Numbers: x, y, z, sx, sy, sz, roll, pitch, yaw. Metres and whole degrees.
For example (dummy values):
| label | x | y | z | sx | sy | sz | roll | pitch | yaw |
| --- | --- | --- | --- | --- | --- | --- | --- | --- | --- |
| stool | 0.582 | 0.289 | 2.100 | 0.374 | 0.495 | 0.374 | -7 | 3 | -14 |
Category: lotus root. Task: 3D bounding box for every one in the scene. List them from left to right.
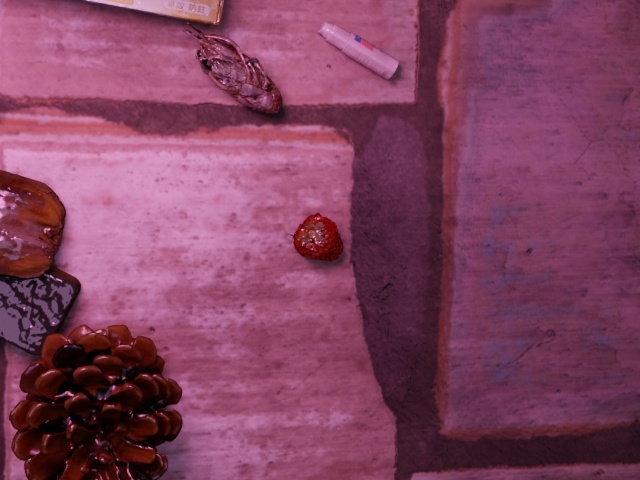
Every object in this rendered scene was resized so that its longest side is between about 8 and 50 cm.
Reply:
| label | x | y | z | sx | sy | sz | roll | pitch | yaw |
| --- | --- | --- | --- | --- | --- | --- | --- | --- | --- |
| lotus root | -0.508 | -0.053 | 1.523 | 0.329 | 0.078 | 0.167 | 11 | 60 | -18 |

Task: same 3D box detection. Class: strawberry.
| label | x | y | z | sx | sy | sz | roll | pitch | yaw |
| --- | --- | --- | --- | --- | --- | --- | --- | --- | --- |
| strawberry | 0.000 | 0.000 | 1.698 | 0.073 | 0.073 | 0.083 | -57 | 141 | -1 |

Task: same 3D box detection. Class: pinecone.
| label | x | y | z | sx | sy | sz | roll | pitch | yaw |
| --- | --- | --- | --- | --- | --- | --- | --- | --- | --- |
| pinecone | -0.316 | 0.255 | 1.561 | 0.264 | 0.264 | 0.264 | -2 | 98 | -13 |

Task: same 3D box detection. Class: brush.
| label | x | y | z | sx | sy | sz | roll | pitch | yaw |
| --- | --- | --- | --- | --- | --- | --- | --- | --- | --- |
| brush | -0.452 | 0.073 | 1.598 | 0.197 | 0.059 | 0.123 | 27 | 92 | -14 |

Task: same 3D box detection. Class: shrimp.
| label | x | y | z | sx | sy | sz | roll | pitch | yaw |
| --- | --- | --- | --- | --- | --- | --- | --- | --- | --- |
| shrimp | -0.127 | -0.246 | 1.616 | 0.074 | 0.073 | 0.190 | -36 | 122 | 15 |

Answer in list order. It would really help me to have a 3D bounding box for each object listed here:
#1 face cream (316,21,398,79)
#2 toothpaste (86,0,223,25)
| label | x | y | z | sx | sy | sz | roll | pitch | yaw |
| --- | --- | --- | --- | --- | --- | --- | --- | --- | --- |
| face cream | 0.054 | -0.287 | 1.680 | 0.130 | 0.034 | 0.034 | 28 | 91 | -15 |
| toothpaste | -0.292 | -0.360 | 1.562 | 0.312 | 0.089 | 0.071 | 8 | 101 | -14 |
